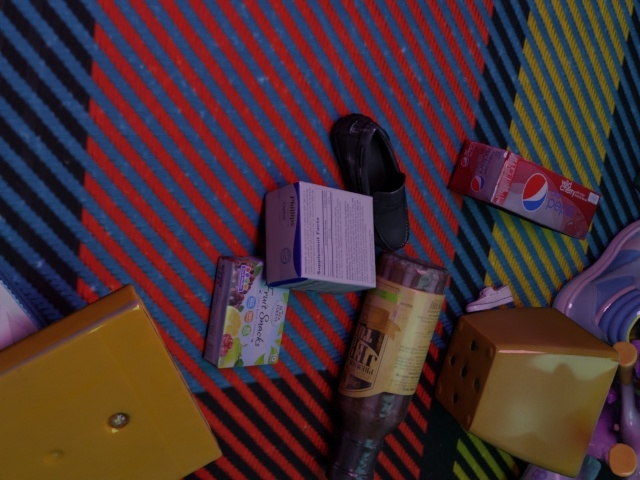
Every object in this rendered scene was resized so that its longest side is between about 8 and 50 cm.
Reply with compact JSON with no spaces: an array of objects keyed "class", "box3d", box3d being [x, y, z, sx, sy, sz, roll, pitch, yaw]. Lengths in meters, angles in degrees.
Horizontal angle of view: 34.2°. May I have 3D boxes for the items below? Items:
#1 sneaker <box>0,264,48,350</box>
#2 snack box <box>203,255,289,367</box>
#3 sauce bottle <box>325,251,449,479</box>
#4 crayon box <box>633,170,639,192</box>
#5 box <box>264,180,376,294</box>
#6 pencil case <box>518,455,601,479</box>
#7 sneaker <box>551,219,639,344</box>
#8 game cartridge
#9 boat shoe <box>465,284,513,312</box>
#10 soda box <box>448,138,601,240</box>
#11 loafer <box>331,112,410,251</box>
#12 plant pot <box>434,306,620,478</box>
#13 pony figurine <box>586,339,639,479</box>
[{"class":"sneaker","box3d":[-0.343,0.113,1.129,0.092,0.087,0.228,-34,125,-8]},{"class":"snack box","box3d":[-0.093,0.092,1.357,0.100,0.037,0.141,0,104,-42]},{"class":"sauce bottle","box3d":[0.089,0.191,1.499,0.111,0.111,0.344,13,95,-42]},{"class":"crayon box","box3d":[0.716,-0.058,1.911,0.278,0.165,0.081,33,83,-42]},{"class":"box","box3d":[0.000,0.000,1.354,0.137,0.072,0.126,10,73,-42]},{"class":"pencil case","box3d":[0.383,0.468,1.850,0.124,0.113,0.273,43,75,-21]},{"class":"sneaker","box3d":[0.577,0.087,1.815,0.319,0.208,0.127,-40,126,-24]},{"class":"game cartridge","box3d":[-0.298,0.220,1.140,0.324,0.052,0.285,-26,133,-8]},{"class":"boat shoe","box3d":[0.270,0.092,1.676,0.100,0.035,0.035,-13,86,-33]},{"class":"soda box","box3d":[0.320,-0.076,1.615,0.263,0.092,0.083,18,94,-43]},{"class":"loafer","box3d":[0.081,-0.071,1.420,0.076,0.078,0.223,-39,127,-24]},{"class":"plant pot","box3d":[0.303,0.221,1.627,0.187,0.212,0.212,11,103,-20]},{"class":"pony figurine","box3d":[0.517,0.321,1.689,0.363,0.303,0.351,73,23,-50]}]
